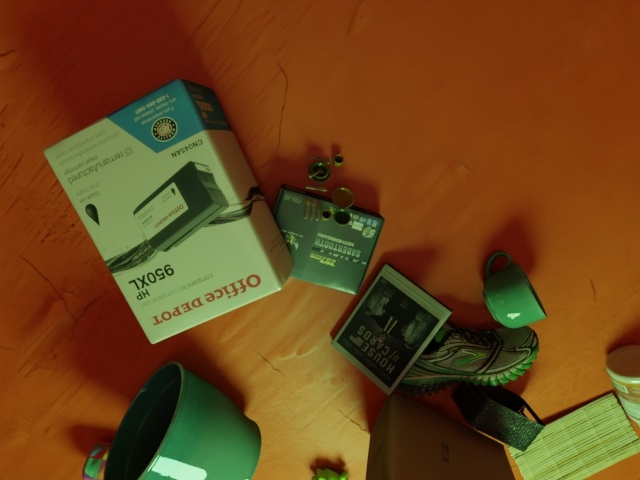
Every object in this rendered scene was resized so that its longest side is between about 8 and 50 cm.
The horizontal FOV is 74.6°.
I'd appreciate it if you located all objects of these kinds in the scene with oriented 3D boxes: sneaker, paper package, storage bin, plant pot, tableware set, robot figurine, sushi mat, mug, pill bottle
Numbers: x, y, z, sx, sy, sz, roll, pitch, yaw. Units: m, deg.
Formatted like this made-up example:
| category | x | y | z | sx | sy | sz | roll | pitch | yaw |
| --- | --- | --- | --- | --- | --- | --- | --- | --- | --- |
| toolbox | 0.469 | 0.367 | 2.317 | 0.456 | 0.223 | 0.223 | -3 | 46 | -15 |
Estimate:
| category | x | y | z | sx | sy | sz | roll | pitch | yaw |
| --- | --- | --- | --- | --- | --- | --- | --- | --- | --- |
| sneaker | 0.329 | 0.251 | 0.967 | 0.343 | 0.134 | 0.147 | -13 | 106 | 1 |
| paper package | 0.259 | 0.534 | 0.909 | 0.309 | 0.325 | 0.168 | 24 | 104 | 6 |
| storage bin | 0.429 | 0.414 | 1.025 | 0.180 | 0.122 | 0.084 | 28 | 103 | -11 |
| plant pot | -0.281 | 0.448 | 0.935 | 0.255 | 0.272 | 0.272 | 37 | 101 | -28 |
| tableware set | 0.022 | -0.107 | 0.861 | 0.103 | 0.024 | 0.154 | 10 | 70 | -10 |
| robot figurine | 0.033 | 0.641 | 1.095 | 0.115 | 0.067 | 0.101 | 34 | 89 | -12 |
| sushi mat | 0.656 | 0.531 | 1.084 | 0.316 | 0.019 | 0.152 | -27 | 75 | 0 |
| mug | 0.424 | 0.119 | 0.947 | 0.097 | 0.158 | 0.129 | -30 | 125 | 24 |
| pill bottle | 0.804 | 0.375 | 1.038 | 0.121 | 0.121 | 0.216 | -31 | 106 | 5 |

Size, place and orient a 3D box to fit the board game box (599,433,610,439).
| category | x | y | z | sx | sy | sz | roll | pitch | yaw |
| --- | --- | --- | --- | --- | --- | --- | --- | --- | --- |
| board game box | 0.695 | 0.581 | 1.130 | 0.181 | 0.043 | 0.092 | -31 | 106 | 6 |

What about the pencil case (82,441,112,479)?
| category | x | y | z | sx | sy | sz | roll | pitch | yaw |
| --- | --- | --- | --- | --- | --- | --- | --- | --- | --- |
| pencil case | -0.445 | 0.552 | 1.028 | 0.236 | 0.104 | 0.105 | 8 | 105 | -8 |

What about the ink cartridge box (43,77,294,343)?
| category | x | y | z | sx | sy | sz | roll | pitch | yaw |
| --- | --- | --- | --- | --- | --- | --- | --- | --- | --- |
| ink cartridge box | -0.261 | -0.049 | 0.796 | 0.285 | 0.166 | 0.395 | -23 | 100 | 10 |

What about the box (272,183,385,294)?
| category | x | y | z | sx | sy | sz | roll | pitch | yaw |
| --- | --- | --- | --- | --- | --- | --- | --- | --- | --- |
| box | 0.000 | 0.000 | 0.913 | 0.232 | 0.059 | 0.184 | 17 | 105 | -7 |

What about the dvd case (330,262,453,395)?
| category | x | y | z | sx | sy | sz | roll | pitch | yaw |
| --- | --- | --- | --- | --- | --- | --- | --- | --- | --- |
| dvd case | 0.154 | 0.198 | 0.948 | 0.179 | 0.029 | 0.239 | 37 | 102 | 22 |
